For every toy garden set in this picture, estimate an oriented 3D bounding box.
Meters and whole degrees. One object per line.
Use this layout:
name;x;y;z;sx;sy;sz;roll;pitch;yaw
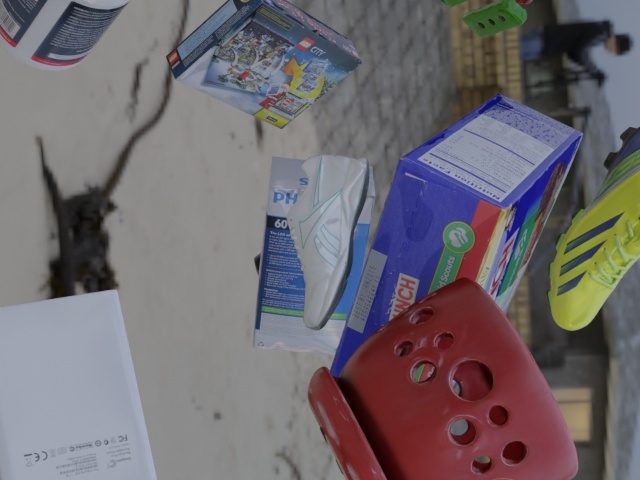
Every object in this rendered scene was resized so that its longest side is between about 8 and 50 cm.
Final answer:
toy garden set;0.203;-0.394;1.568;0.049;0.244;0.204;-55;-161;-16

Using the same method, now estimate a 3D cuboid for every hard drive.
hard drive;-0.403;0.266;1.808;0.047;0.233;0.353;131;-53;-63

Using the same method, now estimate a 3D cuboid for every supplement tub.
supplement tub;-0.392;-0.408;1.783;0.272;0.191;0.191;-37;-140;44

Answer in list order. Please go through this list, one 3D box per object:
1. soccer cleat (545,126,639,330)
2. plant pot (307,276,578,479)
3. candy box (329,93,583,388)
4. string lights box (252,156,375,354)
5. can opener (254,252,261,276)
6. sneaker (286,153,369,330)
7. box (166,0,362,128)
soccer cleat;0.383;-0.009;1.443;0.093;0.121;0.289;20;99;-41
plant pot;0.092;0.149;0.953;0.191;0.174;0.191;154;-90;-87
candy box;0.147;0.013;1.214;0.317;0.122;0.268;-35;147;-58
string lights box;-0.012;0.025;1.493;0.077;0.133;0.260;-90;-173;-56
can opener;-0.044;0.091;1.950;0.186;0.073;0.059;59;9;20
sneaker;0.000;0.000;0.975;0.053;0.061;0.152;25;76;-83
box;-0.071;-0.243;1.540;0.233;0.159;0.044;20;39;-53
